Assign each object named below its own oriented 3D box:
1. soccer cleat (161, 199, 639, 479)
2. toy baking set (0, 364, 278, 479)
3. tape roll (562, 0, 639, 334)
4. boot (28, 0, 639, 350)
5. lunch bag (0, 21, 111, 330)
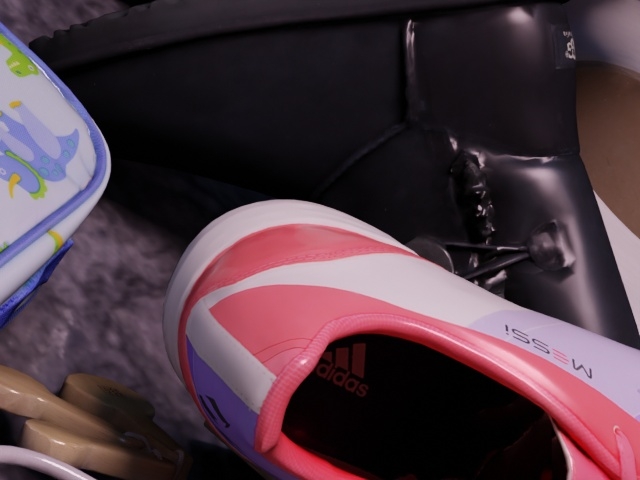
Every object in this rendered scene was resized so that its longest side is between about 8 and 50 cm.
[{"bbox_3d":[0.097,0.084,0.673,0.318,0.109,0.116,23,13,-18],"label":"soccer cleat"},{"bbox_3d":[-0.031,0.100,0.647,0.196,0.030,0.256,21,7,-9],"label":"toy baking set"},{"bbox_3d":[0.141,-0.003,0.945,0.286,0.100,0.286,25,37,-21],"label":"tape roll"},{"bbox_3d":[0.000,0.000,0.788,0.094,0.246,0.207,0,82,-75],"label":"boot"},{"bbox_3d":[-0.181,-0.017,0.657,0.176,0.090,0.219,40,34,1],"label":"lunch bag"}]
